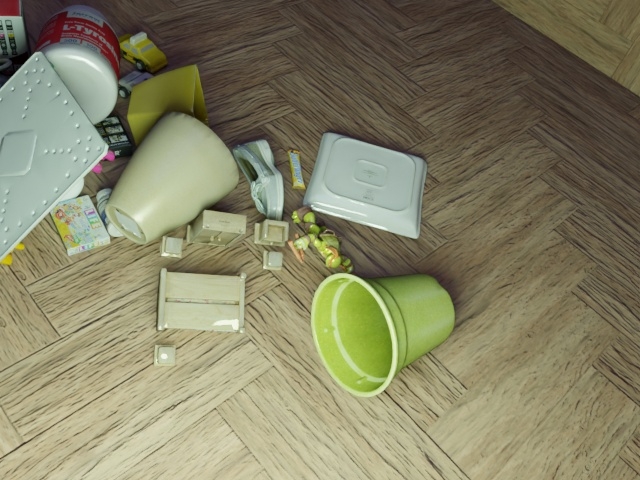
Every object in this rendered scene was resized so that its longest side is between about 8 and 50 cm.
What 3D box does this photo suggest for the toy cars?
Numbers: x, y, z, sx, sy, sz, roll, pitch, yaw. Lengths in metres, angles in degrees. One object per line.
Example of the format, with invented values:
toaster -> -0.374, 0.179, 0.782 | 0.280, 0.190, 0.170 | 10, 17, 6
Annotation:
toy cars -> -0.562, -0.548, 1.937 | 0.176, 0.087, 0.394 | -6, 53, -19

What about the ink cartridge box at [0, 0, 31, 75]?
ink cartridge box -> -1.009, -0.614, 1.753 | 0.309, 0.272, 0.130 | -8, 53, -20

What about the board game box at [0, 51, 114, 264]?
board game box -> -0.712, -0.200, 1.476 | 0.390, 0.050, 0.390 | -43, 65, 6

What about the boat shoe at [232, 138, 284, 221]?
boat shoe -> -0.167, -0.164, 1.704 | 0.103, 0.118, 0.321 | -8, 49, -14

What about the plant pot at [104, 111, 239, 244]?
plant pot -> -0.381, -0.129, 1.498 | 0.256, 0.257, 0.274 | 30, 58, 11

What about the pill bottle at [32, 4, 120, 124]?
pill bottle -> -0.693, -0.518, 1.764 | 0.228, 0.229, 0.408 | -1, 40, -15

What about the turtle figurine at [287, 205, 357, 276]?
turtle figurine -> 0.000, 0.000, 1.562 | 0.269, 0.087, 0.217 | 27, 21, -39

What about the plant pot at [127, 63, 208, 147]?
plant pot -> -0.427, -0.343, 1.736 | 0.187, 0.212, 0.212 | -5, 51, -1

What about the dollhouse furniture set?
dollhouse furniture set -> -0.244, 0.125, 1.483 | 0.303, 0.174, 0.356 | 6, 77, -22

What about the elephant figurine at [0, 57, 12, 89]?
elephant figurine -> -0.916, -0.433, 1.717 | 0.186, 0.169, 0.239 | 27, 25, -30

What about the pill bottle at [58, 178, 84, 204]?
pill bottle -> -0.720, -0.211, 1.582 | 0.130, 0.130, 0.246 | -25, 61, -31

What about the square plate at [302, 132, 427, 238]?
square plate -> 0.148, -0.184, 1.842 | 0.347, 0.049, 0.344 | 16, 48, -1

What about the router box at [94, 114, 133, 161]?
router box -> -0.632, -0.279, 1.719 | 0.178, 0.046, 0.133 | -16, 57, -26

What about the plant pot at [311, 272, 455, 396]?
plant pot -> 0.161, 0.185, 1.415 | 0.253, 0.276, 0.276 | -12, 54, -37

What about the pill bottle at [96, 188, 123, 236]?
pill bottle -> -0.524, -0.073, 1.558 | 0.067, 0.067, 0.120 | -18, 58, -27

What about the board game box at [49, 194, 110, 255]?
board game box -> -0.603, -0.040, 1.537 | 0.103, 0.026, 0.154 | -20, 58, -29

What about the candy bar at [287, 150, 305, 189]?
candy bar -> -0.072, -0.209, 1.826 | 0.040, 0.018, 0.162 | 2, 51, -14
